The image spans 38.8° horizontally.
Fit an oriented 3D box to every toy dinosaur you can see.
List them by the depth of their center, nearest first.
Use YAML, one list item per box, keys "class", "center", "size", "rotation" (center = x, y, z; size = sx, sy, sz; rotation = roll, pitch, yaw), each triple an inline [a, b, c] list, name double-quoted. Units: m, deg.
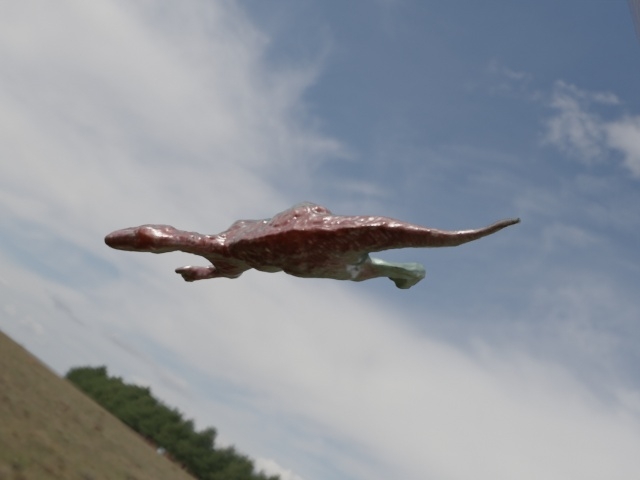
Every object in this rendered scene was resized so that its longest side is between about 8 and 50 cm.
- class: "toy dinosaur"
  center: [0.000, 0.000, 0.590]
  size: [0.242, 0.053, 0.167]
  rotation: [-4, -10, 38]

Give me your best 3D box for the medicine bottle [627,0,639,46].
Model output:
- class: "medicine bottle"
  center: [0.210, -0.066, 0.251]
  size: [0.242, 0.395, 0.243]
  rotation: [7, -51, 8]
